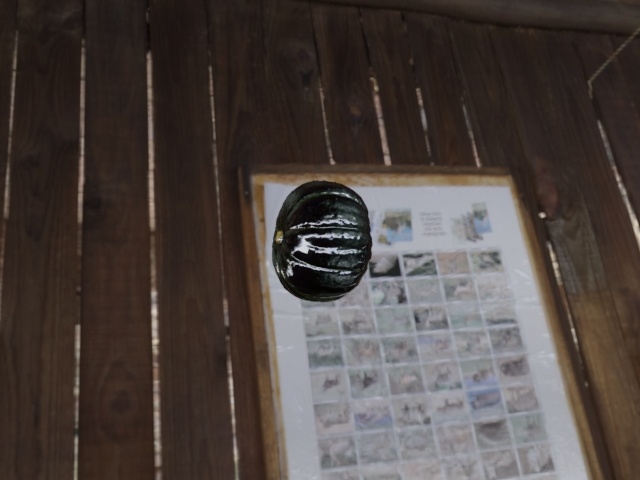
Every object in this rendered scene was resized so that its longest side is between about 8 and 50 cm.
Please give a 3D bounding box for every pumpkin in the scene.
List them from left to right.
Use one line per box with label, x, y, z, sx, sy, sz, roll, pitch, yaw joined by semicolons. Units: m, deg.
pumpkin;0.000;0.000;1.083;0.161;0.221;0.220;4;158;-20
